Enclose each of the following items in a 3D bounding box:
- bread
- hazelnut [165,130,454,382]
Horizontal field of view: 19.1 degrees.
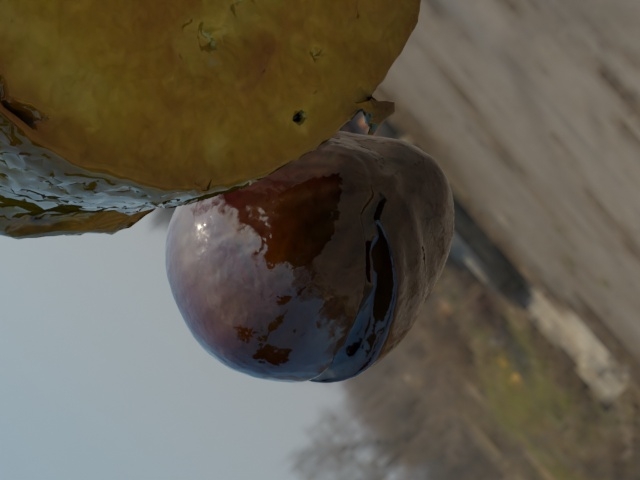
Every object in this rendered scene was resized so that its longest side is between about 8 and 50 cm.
[{"bbox_3d":[-0.131,-0.193,0.985,0.215,0.398,0.398,6,145,50],"label":"bread"},{"bbox_3d":[0.000,0.000,1.253,0.204,0.178,0.178,-8,-137,-36],"label":"hazelnut"}]
